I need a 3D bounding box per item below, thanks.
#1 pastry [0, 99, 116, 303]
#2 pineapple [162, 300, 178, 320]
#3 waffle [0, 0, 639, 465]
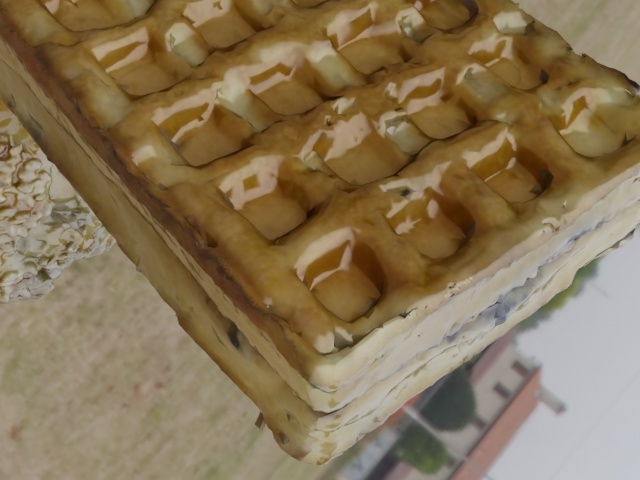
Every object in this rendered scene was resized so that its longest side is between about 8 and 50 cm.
[{"bbox_3d":[-0.261,-0.058,1.054,0.311,0.162,0.255,-29,150,-36],"label":"pastry"},{"bbox_3d":[0.000,0.000,1.181,0.361,0.175,0.175,-1,150,-16],"label":"pineapple"},{"bbox_3d":[-0.017,-0.073,0.514,0.213,0.308,0.091,-31,152,-25],"label":"waffle"}]
